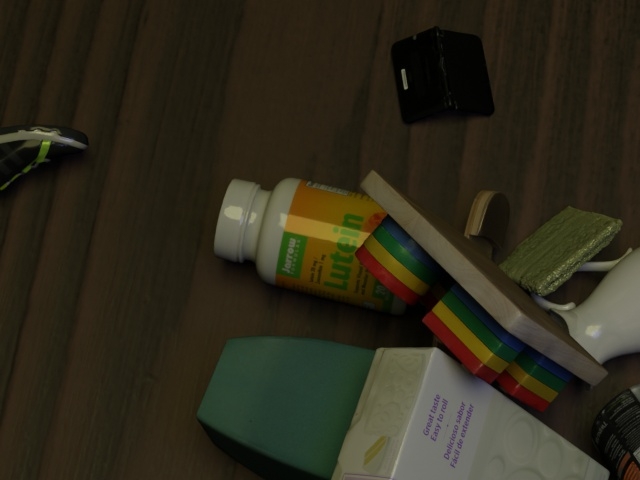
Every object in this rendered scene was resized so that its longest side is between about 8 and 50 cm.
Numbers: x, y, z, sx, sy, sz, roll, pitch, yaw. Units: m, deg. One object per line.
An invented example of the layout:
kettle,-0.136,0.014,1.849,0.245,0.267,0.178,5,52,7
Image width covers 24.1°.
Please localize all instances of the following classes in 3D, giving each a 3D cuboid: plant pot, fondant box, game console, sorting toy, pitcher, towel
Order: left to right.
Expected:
plant pot,-0.012,0.208,1.741,0.234,0.166,0.165,15,68,15
game console,0.162,-0.215,1.996,0.107,0.071,0.122,-19,65,24
sorting toy,0.160,0.067,1.648,0.089,0.257,0.255,-49,55,7
fondant box,0.160,0.294,1.635,0.330,0.096,0.238,35,64,-33
towel,0.296,0.012,1.863,0.148,0.110,0.027,-39,117,-16
pitcher,0.373,0.064,1.833,0.207,0.125,0.178,-29,55,0

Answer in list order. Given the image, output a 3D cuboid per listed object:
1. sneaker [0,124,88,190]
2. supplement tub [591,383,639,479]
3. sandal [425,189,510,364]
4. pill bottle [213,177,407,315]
sneaker,-0.411,-0.094,1.919,0.234,0.084,0.097,-6,92,-2
supplement tub,0.400,0.264,1.709,0.117,0.117,0.190,-20,44,-9
sandal,0.162,0.048,1.862,0.079,0.088,0.240,8,72,40
pill bottle,0.000,0.000,1.837,0.245,0.136,0.136,13,68,5
